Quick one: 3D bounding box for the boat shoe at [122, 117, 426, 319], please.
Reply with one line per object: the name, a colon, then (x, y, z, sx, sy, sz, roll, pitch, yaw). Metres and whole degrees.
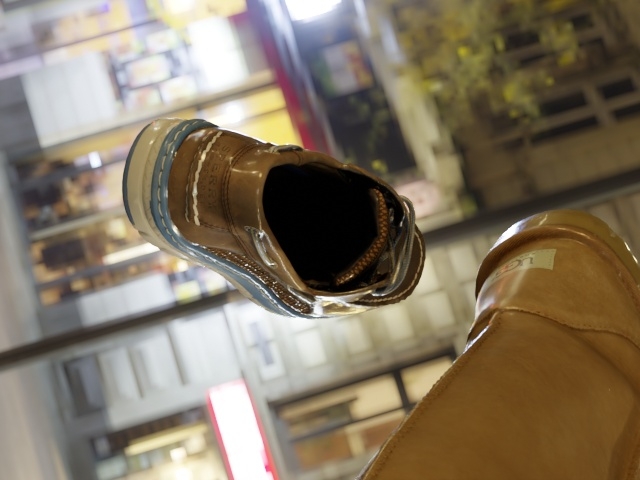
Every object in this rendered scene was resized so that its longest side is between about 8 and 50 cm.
boat shoe: (0.000, 0.000, 0.694, 0.183, 0.066, 0.066, 16, 86, -56)

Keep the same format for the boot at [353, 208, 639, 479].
boot: (0.094, 0.131, 0.603, 0.236, 0.089, 0.269, 53, 27, -9)
